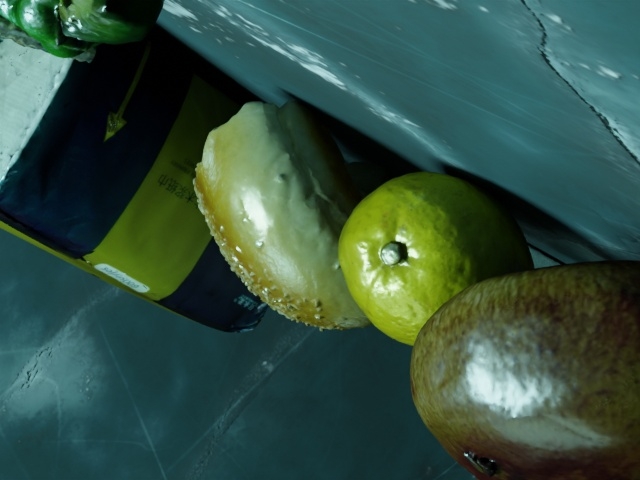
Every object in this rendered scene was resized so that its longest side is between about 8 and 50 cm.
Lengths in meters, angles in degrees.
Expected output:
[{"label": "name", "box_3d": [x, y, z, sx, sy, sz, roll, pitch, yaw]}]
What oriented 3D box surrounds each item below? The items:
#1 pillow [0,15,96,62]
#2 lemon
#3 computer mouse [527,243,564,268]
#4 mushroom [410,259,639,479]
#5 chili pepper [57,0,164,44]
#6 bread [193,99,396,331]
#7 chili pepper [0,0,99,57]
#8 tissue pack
[{"label": "pillow", "box_3d": [-0.327, -0.234, 1.454, 0.256, 0.034, 0.189, 11, -153, -30]}, {"label": "lemon", "box_3d": [0.111, 0.022, 1.528, 0.170, 0.170, 0.207, 26, -178, 37]}, {"label": "computer mouse", "box_3d": [0.257, 0.070, 1.762, 0.231, 0.071, 0.126, 30, 176, -2]}, {"label": "mushroom", "box_3d": [0.242, 0.104, 1.396, 0.345, 0.259, 0.345, 5, 150, 3]}, {"label": "chili pepper", "box_3d": [-0.190, -0.222, 1.117, 0.148, 0.116, 0.264, 13, 169, 29]}, {"label": "bread", "box_3d": [0.003, 0.004, 1.676, 0.314, 0.171, 0.192, 28, -145, -55]}, {"label": "chili pepper", "box_3d": [-0.254, -0.232, 1.354, 0.270, 0.099, 0.136, 31, 168, 28]}, {"label": "tissue pack", "box_3d": [-0.222, -0.092, 1.778, 0.264, 0.253, 0.416, 25, 176, 44]}]
